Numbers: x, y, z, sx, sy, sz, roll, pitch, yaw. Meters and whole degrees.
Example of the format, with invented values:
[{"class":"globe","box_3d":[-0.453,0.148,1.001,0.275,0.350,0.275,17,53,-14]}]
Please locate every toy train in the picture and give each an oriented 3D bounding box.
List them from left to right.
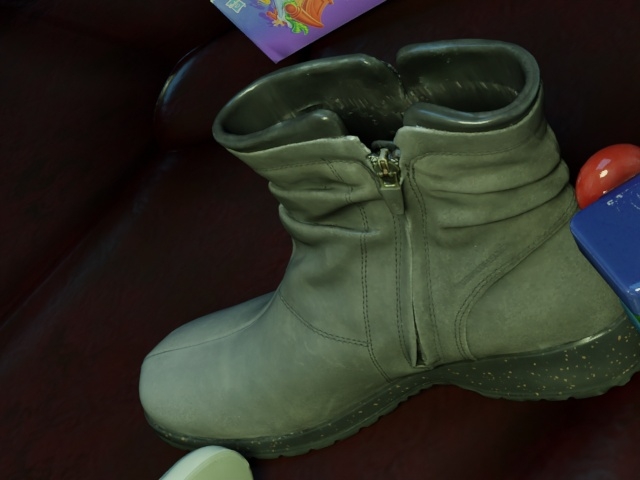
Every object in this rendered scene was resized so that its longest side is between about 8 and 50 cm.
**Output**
[{"class":"toy train","box_3d":[0.253,-0.020,0.813,0.248,0.143,0.105,-32,44,-1]}]

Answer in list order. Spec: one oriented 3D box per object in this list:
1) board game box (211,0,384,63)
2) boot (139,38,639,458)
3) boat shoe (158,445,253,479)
[{"class":"board game box","box_3d":[0.088,-0.302,1.253,0.347,0.078,0.233,-26,36,34]},{"class":"boot","box_3d":[0.000,0.000,0.924,0.338,0.223,0.118,-16,41,26]},{"class":"boat shoe","box_3d":[-0.123,0.205,0.925,0.081,0.079,0.227,13,62,42]}]
